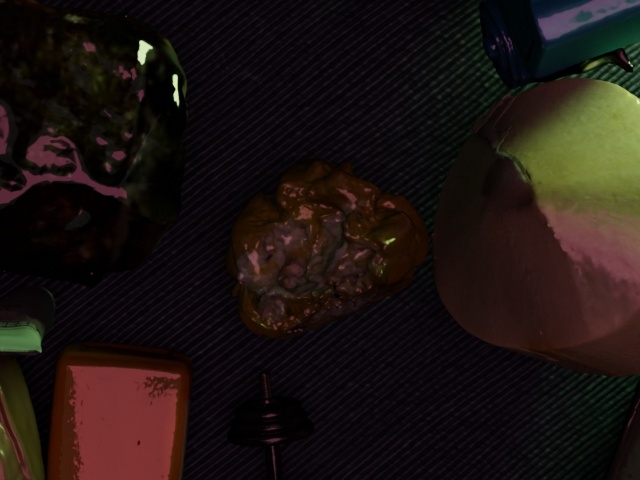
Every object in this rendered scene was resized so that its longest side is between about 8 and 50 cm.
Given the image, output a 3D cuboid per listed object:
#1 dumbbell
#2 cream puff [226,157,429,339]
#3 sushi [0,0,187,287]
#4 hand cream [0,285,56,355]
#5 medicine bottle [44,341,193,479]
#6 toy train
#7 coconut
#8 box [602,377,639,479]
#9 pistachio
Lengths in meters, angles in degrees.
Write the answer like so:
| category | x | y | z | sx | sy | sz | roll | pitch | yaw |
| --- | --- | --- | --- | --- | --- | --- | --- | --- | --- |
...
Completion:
| category | x | y | z | sx | sy | sz | roll | pitch | yaw |
| --- | --- | --- | --- | --- | --- | --- | --- | --- | --- |
| dumbbell | -0.052 | 0.250 | 1.414 | 0.099 | 0.099 | 0.209 | -6 | 95 | -6 |
| cream puff | 0.002 | 0.001 | 1.380 | 0.221 | 0.195 | 0.195 | -22 | 96 | 7 |
| sushi | -0.305 | -0.097 | 1.257 | 0.294 | 0.299 | 0.281 | 4 | 68 | -23 |
| hand cream | -0.304 | 0.089 | 1.260 | 0.085 | 0.331 | 0.058 | 6 | 95 | -6 |
| medicine bottle | -0.222 | 0.229 | 1.387 | 0.149 | 0.112 | 0.222 | 6 | 93 | -7 |
| toy train | 0.235 | -0.310 | 1.314 | 0.188 | 0.265 | 0.300 | -20 | 77 | -3 |
| coconut | 0.269 | -0.008 | 1.327 | 0.323 | 0.323 | 0.323 | 0 | 93 | -6 |
| box | 0.397 | 0.280 | 1.406 | 0.166 | 0.220 | 0.291 | 20 | 91 | 15 |
| pistachio | -0.378 | 0.188 | 1.328 | 0.162 | 0.181 | 0.293 | 0 | 64 | -41 |
